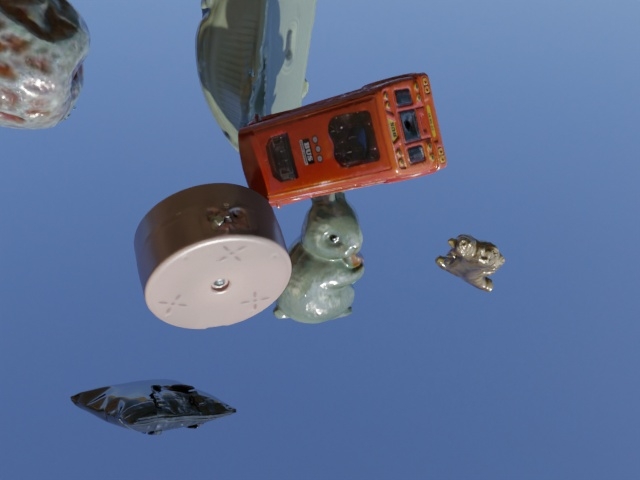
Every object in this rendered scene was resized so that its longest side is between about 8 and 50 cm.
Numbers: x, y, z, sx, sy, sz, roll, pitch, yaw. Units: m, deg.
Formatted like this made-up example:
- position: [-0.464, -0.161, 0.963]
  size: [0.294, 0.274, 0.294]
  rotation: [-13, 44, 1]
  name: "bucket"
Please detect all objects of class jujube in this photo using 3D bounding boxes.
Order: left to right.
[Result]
- position: [-0.514, -0.315, 1.174]
  size: [0.308, 0.215, 0.246]
  rotation: [20, -117, -10]
  name: "jujube"

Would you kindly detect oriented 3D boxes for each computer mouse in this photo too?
- position: [-0.105, -0.330, 1.189]
  size: [0.145, 0.429, 0.228]
  rotation: [17, -153, 18]
  name: "computer mouse"

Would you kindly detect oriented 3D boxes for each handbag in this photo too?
- position: [-0.319, 0.319, 1.483]
  size: [0.211, 0.088, 0.254]
  rotation: [7, 180, 45]
  name: "handbag"

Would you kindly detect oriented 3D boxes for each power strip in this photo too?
- position: [-0.109, 0.016, 0.776]
  size: [0.154, 0.154, 0.078]
  rotation: [-6, -131, -18]
  name: "power strip"

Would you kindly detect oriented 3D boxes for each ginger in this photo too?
- position: [0.375, 0.050, 1.929]
  size: [0.166, 0.333, 0.080]
  rotation: [18, -102, 11]
  name: "ginger"

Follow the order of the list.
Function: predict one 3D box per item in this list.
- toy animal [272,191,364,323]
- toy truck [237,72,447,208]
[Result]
- position: [0.005, 0.009, 1.007]
  size: [0.138, 0.236, 0.108]
  rotation: [-22, -129, -30]
  name: "toy animal"
- position: [0.000, -0.099, 0.814]
  size: [0.253, 0.107, 0.114]
  rotation: [-9, -171, 40]
  name: "toy truck"
